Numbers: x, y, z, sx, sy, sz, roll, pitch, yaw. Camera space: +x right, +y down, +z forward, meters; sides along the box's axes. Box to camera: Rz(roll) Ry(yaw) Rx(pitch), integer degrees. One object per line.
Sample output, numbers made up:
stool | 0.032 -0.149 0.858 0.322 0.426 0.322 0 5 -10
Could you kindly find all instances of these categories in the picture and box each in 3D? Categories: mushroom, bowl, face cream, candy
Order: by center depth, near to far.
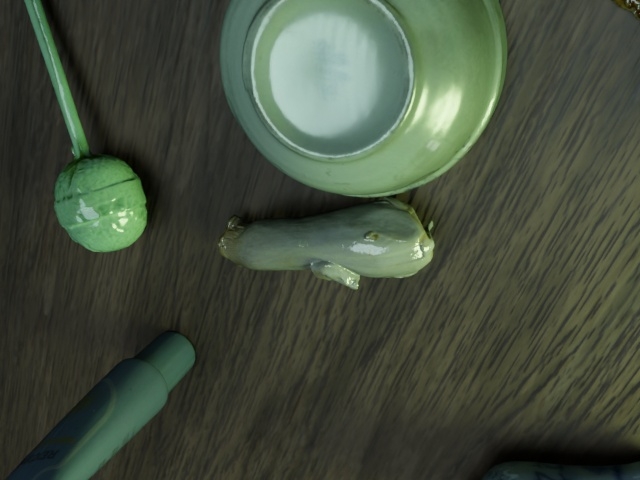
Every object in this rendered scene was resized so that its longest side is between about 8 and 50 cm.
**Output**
bowl | 0.028 -0.179 0.713 0.307 0.163 0.307 7 112 17
mushroom | 0.000 0.001 0.835 0.277 0.096 0.099 -2 111 22
face cream | -0.282 0.237 0.881 0.135 0.385 0.086 -20 103 28
candy | -0.329 -0.195 0.881 0.119 0.119 0.440 -12 101 25

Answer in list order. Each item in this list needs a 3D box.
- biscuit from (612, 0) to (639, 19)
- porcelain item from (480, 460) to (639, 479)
biscuit | 0.375 -0.226 0.632 0.237 0.026 0.131 37 122 2
porcelain item | 0.297 0.335 0.861 0.259 0.141 0.141 -19 106 19
